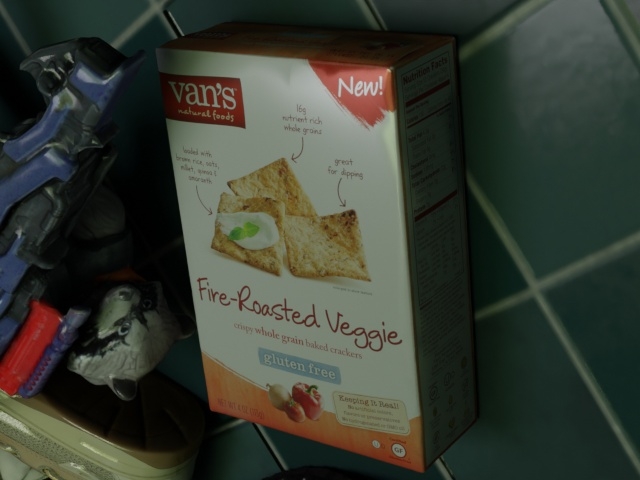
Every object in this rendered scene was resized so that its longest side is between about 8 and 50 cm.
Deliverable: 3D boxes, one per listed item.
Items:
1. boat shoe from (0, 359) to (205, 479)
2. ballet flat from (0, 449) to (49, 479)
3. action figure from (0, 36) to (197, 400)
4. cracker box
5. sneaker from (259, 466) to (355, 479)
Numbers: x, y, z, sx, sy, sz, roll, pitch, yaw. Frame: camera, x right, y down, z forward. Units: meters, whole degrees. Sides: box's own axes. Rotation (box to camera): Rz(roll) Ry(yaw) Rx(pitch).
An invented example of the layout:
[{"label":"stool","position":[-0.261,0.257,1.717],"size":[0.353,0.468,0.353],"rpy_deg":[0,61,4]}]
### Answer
[{"label":"boat shoe","position":[-0.220,0.108,0.888],"size":[0.302,0.109,0.098],"rpy_deg":[26,124,19]},{"label":"ballet flat","position":[-0.230,0.200,0.968],"size":[0.086,0.086,0.248],"rpy_deg":[-3,111,39]},{"label":"action figure","position":[-0.194,-0.051,0.755],"size":[0.330,0.178,0.341],"rpy_deg":[50,125,2]},{"label":"cracker box","position":[0.000,0.000,0.685],"size":[0.156,0.067,0.232],"rpy_deg":[10,117,35]},{"label":"sneaker","position":[0.034,0.224,0.747],"size":[0.300,0.111,0.121],"rpy_deg":[3,117,39]}]
